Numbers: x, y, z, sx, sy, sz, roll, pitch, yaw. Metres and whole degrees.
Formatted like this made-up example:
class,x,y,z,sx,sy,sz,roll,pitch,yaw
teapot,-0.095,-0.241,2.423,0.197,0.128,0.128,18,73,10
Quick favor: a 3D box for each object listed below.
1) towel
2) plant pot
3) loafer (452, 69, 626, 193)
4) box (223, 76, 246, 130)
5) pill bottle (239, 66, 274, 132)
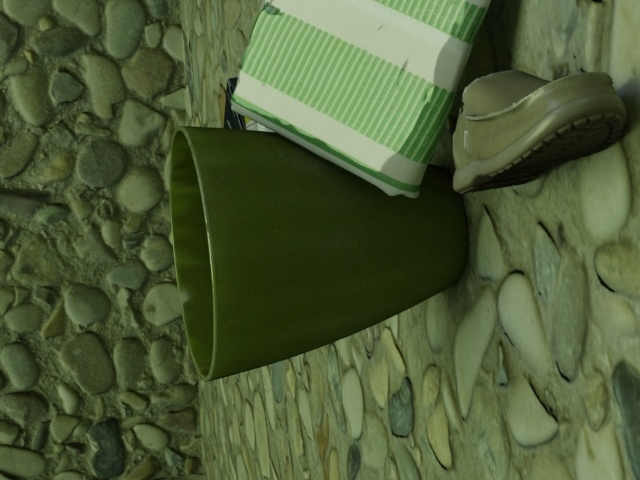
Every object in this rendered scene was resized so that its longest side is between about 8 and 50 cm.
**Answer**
class,x,y,z,sx,sy,sz,roll,pitch,yaw
towel,0.047,-0.229,1.106,0.247,0.038,0.325,31,116,26
plant pot,0.000,0.000,1.256,0.275,0.293,0.275,174,90,-75
loafer,0.165,-0.101,0.960,0.268,0.101,0.092,150,107,-75
box,-0.102,-0.158,1.957,0.207,0.108,0.153,102,157,-50
pill bottle,-0.056,-0.172,1.754,0.117,0.117,0.215,152,111,-75
